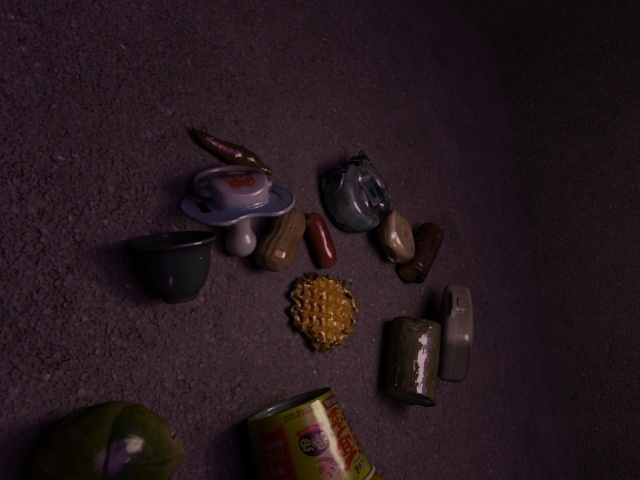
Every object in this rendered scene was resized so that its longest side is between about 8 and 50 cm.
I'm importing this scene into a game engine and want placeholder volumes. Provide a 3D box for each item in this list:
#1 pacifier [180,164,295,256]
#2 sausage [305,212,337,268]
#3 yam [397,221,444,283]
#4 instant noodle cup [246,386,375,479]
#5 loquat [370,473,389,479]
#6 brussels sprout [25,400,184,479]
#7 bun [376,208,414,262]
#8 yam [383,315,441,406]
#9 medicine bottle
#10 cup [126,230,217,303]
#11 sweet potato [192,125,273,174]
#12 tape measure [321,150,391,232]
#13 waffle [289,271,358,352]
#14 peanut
[{"bbox_3d":[-0.222,-0.067,1.244,0.300,0.244,0.232,-11,118,-26],"label":"pacifier"},{"bbox_3d":[0.000,0.000,1.514,0.077,0.077,0.193,-22,95,-48],"label":"sausage"},{"bbox_3d":[0.417,0.055,1.899,0.131,0.131,0.279,52,47,-21],"label":"yam"},{"bbox_3d":[-0.044,0.515,1.155,0.312,0.311,0.221,-9,74,-48],"label":"instant noodle cup"},{"bbox_3d":[0.143,0.780,1.320,0.208,0.208,0.207,17,65,-42],"label":"loquat"},{"bbox_3d":[-0.394,0.416,0.874,0.271,0.210,0.219,21,67,-58],"label":"brussels sprout"},{"bbox_3d":[0.281,-0.011,1.782,0.237,0.116,0.209,-12,83,-62],"label":"bun"},{"bbox_3d":[0.326,0.417,1.632,0.195,0.195,0.299,32,56,-36],"label":"yam"},{"bbox_3d":[0.520,0.351,1.794,0.375,0.123,0.282,-60,152,-59],"label":"medicine bottle"},{"bbox_3d":[-0.337,0.065,1.080,0.199,0.199,0.149,-16,108,-48],"label":"cup"},{"bbox_3d":[-0.253,-0.252,1.337,0.274,0.067,0.067,25,60,-37],"label":"sweet potato"},{"bbox_3d":[0.131,-0.165,1.651,0.256,0.147,0.274,-32,99,-46],"label":"tape measure"},{"bbox_3d":[0.017,0.214,1.469,0.280,0.060,0.262,-44,110,-45],"label":"waffle"},{"bbox_3d":[-0.113,-0.005,1.371,0.123,0.124,0.256,49,41,-24],"label":"peanut"}]
